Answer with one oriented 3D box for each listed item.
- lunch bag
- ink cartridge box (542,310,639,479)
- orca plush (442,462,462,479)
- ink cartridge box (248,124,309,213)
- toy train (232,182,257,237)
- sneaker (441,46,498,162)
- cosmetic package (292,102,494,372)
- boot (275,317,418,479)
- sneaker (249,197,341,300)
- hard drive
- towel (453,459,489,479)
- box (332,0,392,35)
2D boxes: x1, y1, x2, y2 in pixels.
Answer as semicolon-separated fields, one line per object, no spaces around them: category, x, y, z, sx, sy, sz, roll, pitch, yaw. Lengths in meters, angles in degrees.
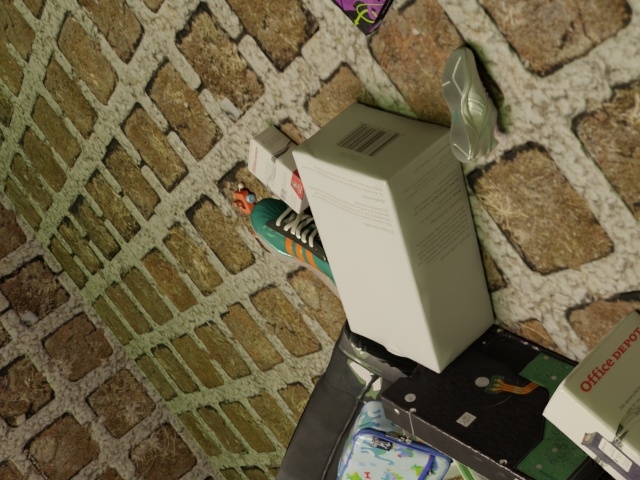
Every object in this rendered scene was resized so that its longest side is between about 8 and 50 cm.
lunch bag;0.129;0.369;1.638;0.176;0.090;0.219;18;138;-1
ink cartridge box;0.448;0.240;1.294;0.237;0.172;0.100;42;153;18
orca plush;0.240;0.449;2.013;0.151;0.102;0.287;0;154;1
ink cartridge box;-0.064;-0.130;1.757;0.135;0.056;0.099;42;151;17
toy train;-0.122;-0.046;1.963;0.166;0.046;0.125;20;140;47
sneaker;0.202;-0.184;1.290;0.053;0.061;0.152;18;120;59
cosmetic package;0.122;0.000;1.528;0.217;0.156;0.385;24;143;43
boot;0.129;0.384;1.802;0.367;0.146;0.445;33;127;14
sneaker;0.000;0.000;1.777;0.302;0.108;0.121;35;149;14
hard drive;0.293;0.259;1.487;0.339;0.237;0.064;23;139;42
towel;0.359;0.414;1.509;0.324;0.038;0.248;23;-163;-24
box;0.056;-0.368;1.309;0.116;0.029;0.162;48;152;7
